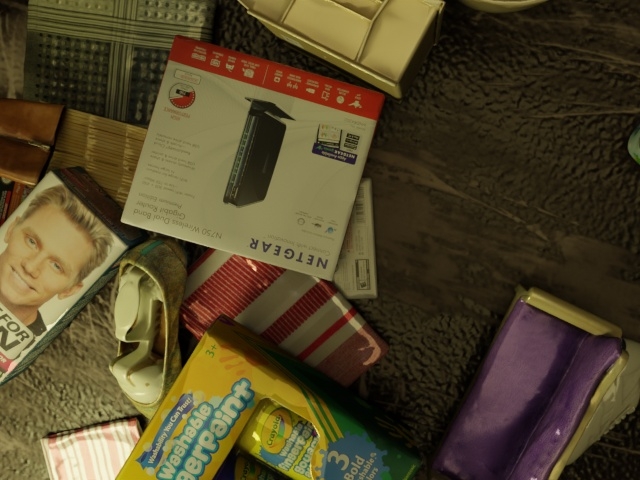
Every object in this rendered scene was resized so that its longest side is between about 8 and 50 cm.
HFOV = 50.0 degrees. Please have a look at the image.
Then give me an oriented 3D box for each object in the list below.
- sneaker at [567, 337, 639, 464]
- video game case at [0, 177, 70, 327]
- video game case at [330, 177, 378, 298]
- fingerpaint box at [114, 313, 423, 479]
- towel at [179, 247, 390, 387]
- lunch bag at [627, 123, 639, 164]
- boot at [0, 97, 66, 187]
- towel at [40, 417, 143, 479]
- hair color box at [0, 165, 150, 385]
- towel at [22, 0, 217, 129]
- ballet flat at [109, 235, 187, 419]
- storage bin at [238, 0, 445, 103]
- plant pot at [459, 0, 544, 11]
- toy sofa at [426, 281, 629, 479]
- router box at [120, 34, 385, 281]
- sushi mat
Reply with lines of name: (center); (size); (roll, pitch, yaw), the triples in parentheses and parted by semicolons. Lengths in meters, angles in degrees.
sneaker: (0.444, 0.263, 1.086); (0.094, 0.090, 0.235); (25, 101, -9)
video game case: (-0.531, -0.007, 1.210); (0.248, 0.035, 0.275); (16, 96, 6)
video game case: (0.000, 0.000, 1.149); (0.183, 0.023, 0.201); (-3, 95, 7)
fingerpaint box: (-0.121, 0.403, 1.057); (0.371, 0.163, 0.445); (32, 93, -2)
towel: (-0.079, 0.136, 1.145); (0.237, 0.037, 0.329); (-43, 92, 13)
lunch bag: (0.597, -0.169, 1.027); (0.176, 0.090, 0.219); (41, 99, 0)
boot: (-0.551, -0.236, 1.086); (0.280, 0.096, 0.264); (10, 75, -8)
towel: (-0.400, 0.404, 1.229); (0.197, 0.029, 0.144); (-13, 92, 8)
hair color box: (-0.467, 0.060, 1.128); (0.174, 0.105, 0.347); (45, 101, -2)
towel: (-0.349, -0.275, 1.164); (0.324, 0.056, 0.312); (9, 99, 4)
ballet flat: (-0.288, 0.163, 1.116); (0.123, 0.123, 0.349); (12, 110, 6)
storage bin: (0.033, -0.319, 0.999); (0.260, 0.262, 0.123); (28, 100, 4)
plant pot: (0.256, -0.424, 0.954); (0.256, 0.274, 0.257); (1, 95, 8)
toy sofa: (0.304, 0.257, 1.054); (0.150, 0.177, 0.363); (26, 98, 4)
router box: (-0.100, -0.123, 1.073); (0.335, 0.082, 0.301); (15, 86, -2)
sushi mat: (-0.331, -0.120, 1.145); (0.316, 0.019, 0.151); (16, 99, 4)
